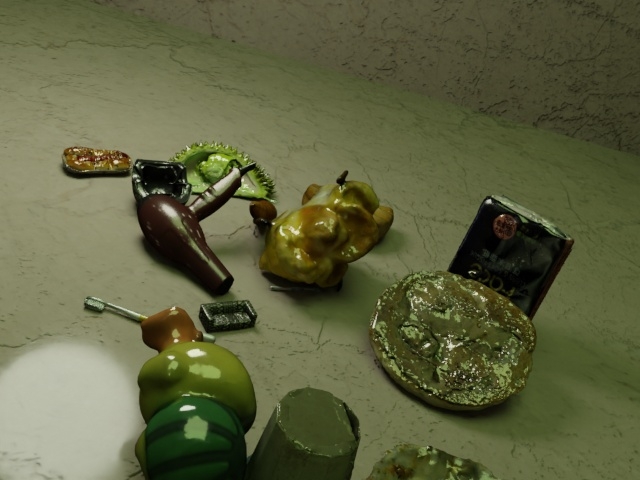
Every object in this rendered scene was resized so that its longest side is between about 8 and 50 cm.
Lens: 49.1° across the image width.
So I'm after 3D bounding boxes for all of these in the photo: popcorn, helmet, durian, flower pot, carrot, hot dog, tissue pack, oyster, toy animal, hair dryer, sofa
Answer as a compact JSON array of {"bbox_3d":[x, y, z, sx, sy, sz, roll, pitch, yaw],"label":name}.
[{"bbox_3d":[0.000,0.000,1.737,0.315,0.281,0.297,-14,23,29],"label":"popcorn"},{"bbox_3d":[-0.428,-0.130,1.856,0.153,0.107,0.177,3,51,-28],"label":"helmet"},{"bbox_3d":[-0.298,-0.191,2.056,0.355,0.157,0.169,9,67,-14],"label":"durian"},{"bbox_3d":[-0.022,0.366,1.155,0.212,0.203,0.212,16,30,-10],"label":"flower pot"},{"bbox_3d":[-0.152,-0.075,1.827,0.069,0.069,0.336,18,-1,0],"label":"carrot"},{"bbox_3d":[-0.623,-0.222,1.951,0.191,0.059,0.108,-3,40,-35],"label":"hot dog"},{"bbox_3d":[0.453,0.079,1.742,0.245,0.332,0.123,37,26,33],"label":"tissue pack"},{"bbox_3d":[0.197,0.451,1.246,0.396,0.111,0.204,5,15,-20],"label":"oyster"},{"bbox_3d":[-0.203,0.285,1.163,0.191,0.216,0.338,-13,42,0],"label":"toy animal"},{"bbox_3d":[-0.246,-0.064,1.716,0.312,0.123,0.340,39,67,20],"label":"hair dryer"},{"bbox_3d":[-0.204,0.166,1.544,0.118,0.039,0.060,-3,36,-31],"label":"sofa"}]

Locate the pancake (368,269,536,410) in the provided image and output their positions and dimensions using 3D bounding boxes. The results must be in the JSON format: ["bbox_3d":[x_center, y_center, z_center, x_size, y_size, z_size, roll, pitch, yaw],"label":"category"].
[{"bbox_3d":[0.299,0.220,1.602,0.386,0.082,0.387,2,50,-3],"label":"pancake"}]

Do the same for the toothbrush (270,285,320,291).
[{"bbox_3d":[-0.061,0.120,1.724,0.131,0.011,0.013,4,11,-21],"label":"toothbrush"}]

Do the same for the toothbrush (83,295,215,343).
[{"bbox_3d":[-0.360,0.170,1.474,0.288,0.021,0.024,17,41,0],"label":"toothbrush"}]

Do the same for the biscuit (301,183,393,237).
[{"bbox_3d":[0.070,-0.073,2.032,0.274,0.091,0.213,23,28,6],"label":"biscuit"}]
